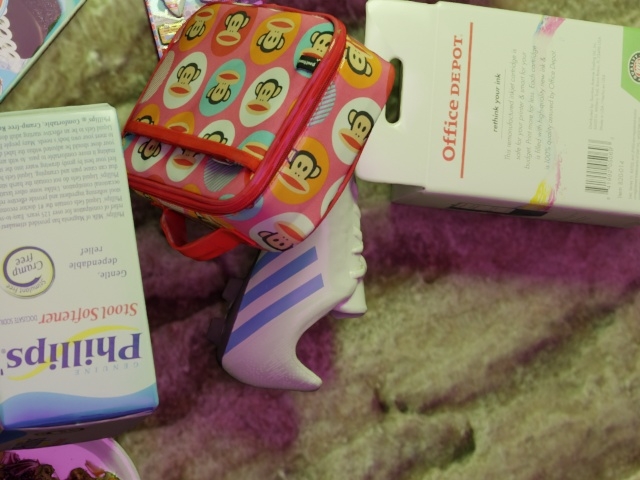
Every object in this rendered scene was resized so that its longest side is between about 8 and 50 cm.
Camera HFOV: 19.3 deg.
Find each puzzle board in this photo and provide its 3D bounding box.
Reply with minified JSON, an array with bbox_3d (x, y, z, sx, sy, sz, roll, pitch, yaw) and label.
[{"bbox_3d":[-0.115,-0.230,1.999,0.128,0.011,0.096,-14,89,-15],"label":"puzzle board"}]

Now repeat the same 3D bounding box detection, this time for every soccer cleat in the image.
[{"bbox_3d":[0.000,0.000,1.951,0.143,0.116,0.331,21,89,5],"label":"soccer cleat"}]

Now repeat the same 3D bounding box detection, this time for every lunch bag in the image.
[{"bbox_3d":[-0.079,-0.101,1.854,0.120,0.293,0.258,34,80,-34],"label":"lunch bag"}]

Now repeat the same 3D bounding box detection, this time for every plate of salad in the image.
[{"bbox_3d":[-0.274,0.276,1.899,0.199,0.048,0.200,1,86,-14],"label":"plate of salad"}]

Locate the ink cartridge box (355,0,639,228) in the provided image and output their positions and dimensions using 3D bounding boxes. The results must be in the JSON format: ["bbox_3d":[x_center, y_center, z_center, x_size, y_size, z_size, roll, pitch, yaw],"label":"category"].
[{"bbox_3d":[0.195,-0.134,2.010,0.353,0.119,0.207,6,84,-15],"label":"ink cartridge box"}]

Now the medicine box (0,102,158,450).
[{"bbox_3d":[-0.263,0.044,1.797,0.149,0.263,0.289,-7,82,-15],"label":"medicine box"}]

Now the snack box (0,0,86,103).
[{"bbox_3d":[-0.410,-0.289,1.905,0.322,0.060,0.187,39,78,-8],"label":"snack box"}]
